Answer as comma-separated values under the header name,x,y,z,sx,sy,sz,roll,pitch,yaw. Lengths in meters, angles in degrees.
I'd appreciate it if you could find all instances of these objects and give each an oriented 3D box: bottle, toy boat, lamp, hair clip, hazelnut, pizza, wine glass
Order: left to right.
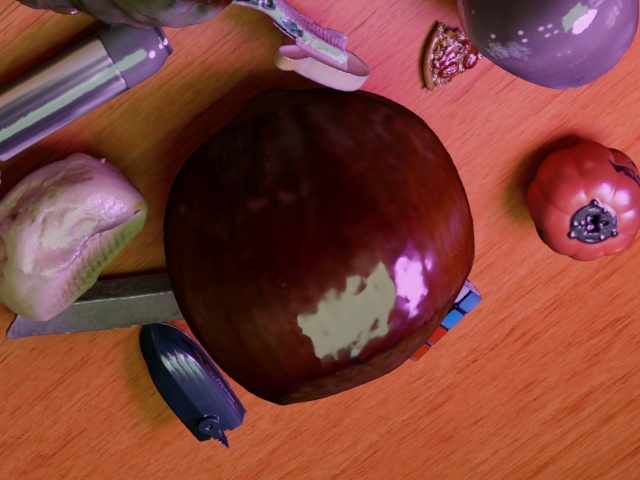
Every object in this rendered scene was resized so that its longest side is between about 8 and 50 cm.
name,x,y,z,sx,sy,sz,roll,pitch,yaw
bottle,-0.298,-0.189,1.298,0.253,0.079,0.096,-29,130,-2
toy boat,-0.204,0.211,1.708,0.093,0.103,0.246,-24,124,11
hair clip,-0.026,-0.252,1.352,0.218,0.159,0.071,35,118,-25
hazelnut,0.000,0.000,1.449,0.420,0.353,0.421,-6,115,-12
pizza,0.178,-0.261,1.539,0.100,0.029,0.099,-33,136,0
wine glass,0.259,-0.341,1.376,0.238,0.238,0.323,-42,138,10
lamp,0.421,-0.067,1.757,0.187,0.164,0.188,0,123,0

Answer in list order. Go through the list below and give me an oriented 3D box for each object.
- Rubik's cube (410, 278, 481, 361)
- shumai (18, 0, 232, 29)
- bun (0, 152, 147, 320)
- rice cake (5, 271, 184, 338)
name,x,y,z,sx,sy,sz,roll,pitch,yaw
Rubik's cube,0.126,0.064,1.706,0.151,0.154,0.155,-45,135,12
shumai,-0.202,-0.323,1.101,0.304,0.263,0.309,-22,136,-13
bun,-0.329,-0.013,1.386,0.229,0.145,0.229,-49,179,-1
rice cake,-0.265,0.085,1.570,0.364,0.056,0.073,-7,130,-23
